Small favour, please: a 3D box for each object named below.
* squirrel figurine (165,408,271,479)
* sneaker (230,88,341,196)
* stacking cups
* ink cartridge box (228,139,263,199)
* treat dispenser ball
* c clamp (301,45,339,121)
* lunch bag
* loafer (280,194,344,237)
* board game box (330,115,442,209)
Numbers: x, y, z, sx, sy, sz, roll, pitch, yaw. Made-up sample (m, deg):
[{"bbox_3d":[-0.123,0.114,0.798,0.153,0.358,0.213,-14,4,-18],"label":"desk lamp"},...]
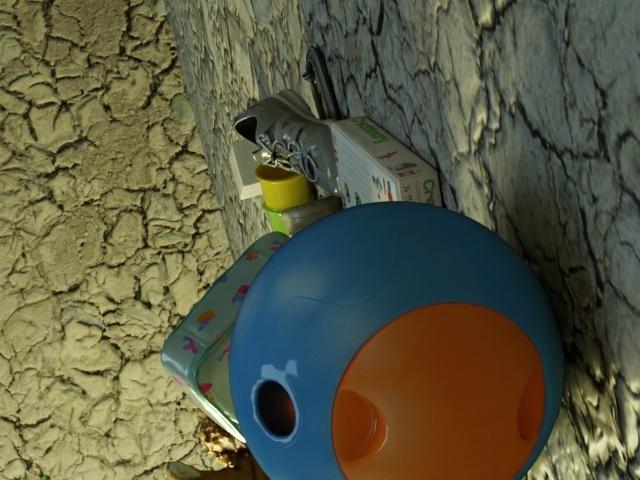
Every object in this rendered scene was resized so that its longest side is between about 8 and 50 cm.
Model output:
[{"bbox_3d":[-0.101,0.413,2.281,0.397,0.371,0.281,-113,13,-45],"label":"squirrel figurine"},{"bbox_3d":[-0.037,-0.124,1.817,0.281,0.115,0.105,42,148,56],"label":"sneaker"},{"bbox_3d":[-0.044,0.010,2.217,0.096,0.096,0.316,-119,17,-57],"label":"stacking cups"},{"bbox_3d":[-0.120,-0.141,2.447,0.143,0.092,0.089,120,135,-79],"label":"ink cartridge box"},{"bbox_3d":[0.064,0.109,1.102,0.288,0.288,0.288,166,90,-81],"label":"treat dispenser ball"},{"bbox_3d":[0.000,-0.199,1.860,0.137,0.022,0.160,136,119,-80],"label":"c clamp"},{"bbox_3d":[-0.073,0.141,1.832,0.108,0.279,0.224,26,158,49],"label":"lunch bag"},{"bbox_3d":[0.000,0.000,1.949,0.268,0.102,0.092,75,178,-78],"label":"loafer"},{"bbox_3d":[0.083,-0.024,1.524,0.305,0.053,0.192,-127,26,-68],"label":"board game box"}]
